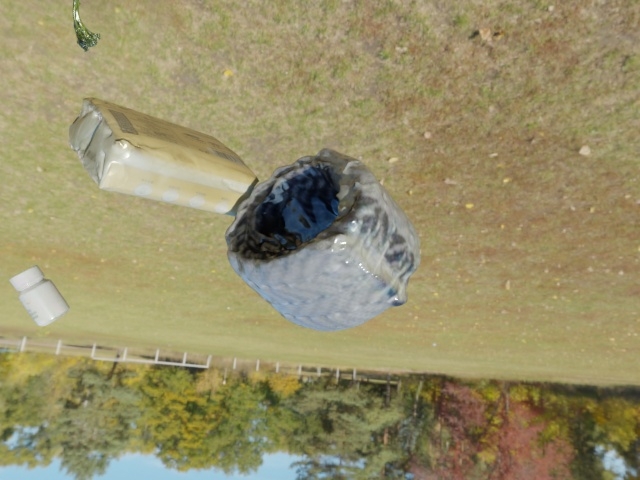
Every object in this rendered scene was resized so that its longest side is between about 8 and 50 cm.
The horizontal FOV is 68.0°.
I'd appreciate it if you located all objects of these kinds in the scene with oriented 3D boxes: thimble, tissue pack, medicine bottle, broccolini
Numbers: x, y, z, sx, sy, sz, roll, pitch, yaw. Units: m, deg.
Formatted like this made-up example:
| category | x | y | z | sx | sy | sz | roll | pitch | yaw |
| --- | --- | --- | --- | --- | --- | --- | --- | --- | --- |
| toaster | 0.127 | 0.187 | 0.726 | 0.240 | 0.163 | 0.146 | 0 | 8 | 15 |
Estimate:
| category | x | y | z | sx | sy | sz | roll | pitch | yaw |
| --- | --- | --- | --- | --- | --- | --- | --- | --- | --- |
| thimble | 0.000 | 0.000 | 0.633 | 0.246 | 0.217 | 0.157 | 13 | 157 | 49 |
| tissue pack | -0.225 | -0.116 | 0.681 | 0.222 | 0.090 | 0.186 | 8 | -157 | -46 |
| medicine bottle | -0.442 | 0.087 | 0.747 | 0.052 | 0.089 | 0.052 | -27 | -167 | 7 |
| broccolini | -0.537 | -0.524 | 1.051 | 0.052 | 0.194 | 0.054 | 14 | -148 | 18 |
